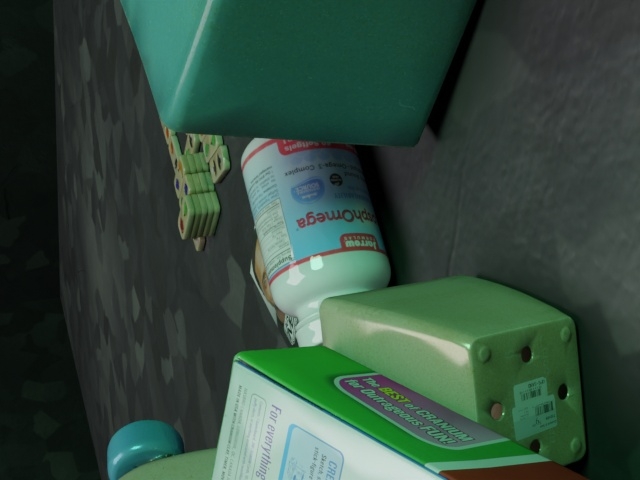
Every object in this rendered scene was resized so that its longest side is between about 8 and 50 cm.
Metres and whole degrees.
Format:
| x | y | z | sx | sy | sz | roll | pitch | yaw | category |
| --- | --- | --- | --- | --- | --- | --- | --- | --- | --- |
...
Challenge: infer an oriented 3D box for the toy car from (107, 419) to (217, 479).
| x | y | z | sx | sy | sz | roll | pitch | yaw | category |
| --- | --- | --- | --- | --- | --- | --- | --- | --- | --- |
| -0.082 | 0.307 | 0.819 | 0.219 | 0.210 | 0.237 | -112 | 12 | -58 | toy car |

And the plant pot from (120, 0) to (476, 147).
| x | y | z | sx | sy | sz | roll | pitch | yaw | category |
| --- | --- | --- | --- | --- | --- | --- | --- | --- | --- |
| 0.004 | -0.197 | 0.502 | 0.234 | 0.166 | 0.165 | -63 | 38 | 39 | plant pot |

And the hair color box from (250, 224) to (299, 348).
| x | y | z | sx | sy | sz | roll | pitch | yaw | category |
| --- | --- | --- | --- | --- | --- | --- | --- | --- | --- |
| -0.017 | 0.040 | 0.761 | 0.141 | 0.043 | 0.072 | -122 | 32 | -48 | hair color box |

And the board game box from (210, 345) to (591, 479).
| x | y | z | sx | sy | sz | roll | pitch | yaw | category |
| --- | --- | --- | --- | --- | --- | --- | --- | --- | --- |
| 0.064 | 0.210 | 0.367 | 0.317 | 0.064 | 0.242 | 22 | 105 | 42 | board game box |

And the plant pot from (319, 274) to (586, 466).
| x | y | z | sx | sy | sz | roll | pitch | yaw | category |
| --- | --- | --- | --- | --- | --- | --- | --- | --- | --- |
| 0.075 | 0.078 | 0.474 | 0.096 | 0.109 | 0.109 | -4 | 93 | 56 | plant pot |

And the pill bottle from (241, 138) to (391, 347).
| x | y | z | sx | sy | sz | roll | pitch | yaw | category |
| --- | --- | --- | --- | --- | --- | --- | --- | --- | --- |
| 0.000 | 0.000 | 0.650 | 0.087 | 0.087 | 0.160 | 126 | 133 | -59 | pill bottle |

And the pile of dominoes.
| x | y | z | sx | sy | sz | roll | pitch | yaw | category |
| --- | --- | --- | --- | --- | --- | --- | --- | --- | --- |
| -0.172 | -0.124 | 1.109 | 0.196 | 0.040 | 0.251 | 113 | 143 | -52 | pile of dominoes |
